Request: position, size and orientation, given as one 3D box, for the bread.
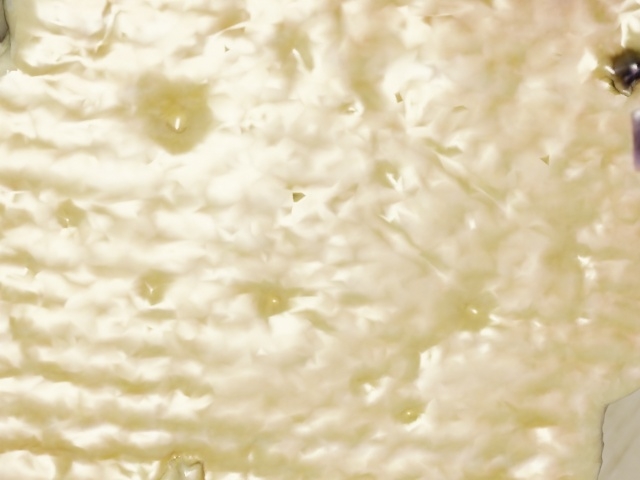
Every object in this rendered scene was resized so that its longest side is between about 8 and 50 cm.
[{"bbox_3d":[0.000,0.000,0.524,0.316,0.054,0.316,-3,104,-12],"label":"bread"}]
